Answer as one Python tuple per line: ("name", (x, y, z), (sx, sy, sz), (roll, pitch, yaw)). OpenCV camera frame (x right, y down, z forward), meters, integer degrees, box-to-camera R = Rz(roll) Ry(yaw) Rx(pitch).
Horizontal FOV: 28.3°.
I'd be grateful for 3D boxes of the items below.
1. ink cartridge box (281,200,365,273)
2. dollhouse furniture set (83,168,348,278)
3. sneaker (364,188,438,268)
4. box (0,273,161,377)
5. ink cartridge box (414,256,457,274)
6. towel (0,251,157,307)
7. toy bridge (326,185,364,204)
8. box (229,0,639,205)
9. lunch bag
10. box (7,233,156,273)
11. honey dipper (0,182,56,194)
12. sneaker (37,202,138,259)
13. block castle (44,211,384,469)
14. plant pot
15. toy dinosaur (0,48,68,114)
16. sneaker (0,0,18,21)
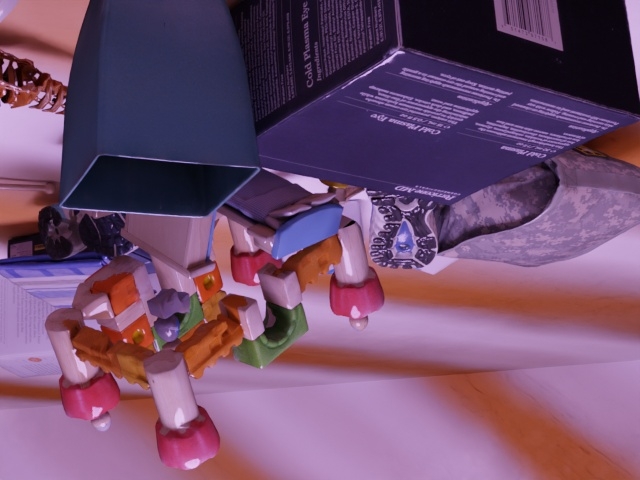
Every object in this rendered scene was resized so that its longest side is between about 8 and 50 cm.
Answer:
("ink cartridge box", (0.000, 0.000, 2.187), (0.140, 0.082, 0.190), (-4, 163, -3))
("dollhouse furniture set", (-0.141, -0.121, 1.754), (0.286, 0.198, 0.303), (30, -148, 31))
("sneaker", (0.118, -0.103, 1.805), (0.130, 0.147, 0.330), (2, 144, -3))
("box", (-0.449, 0.154, 2.452), (0.346, 0.168, 0.215), (-5, 163, 5))
("ink cartridge box", (0.168, -0.034, 2.034), (0.090, 0.143, 0.092), (-34, 151, 27))
("towel", (-0.419, 0.069, 2.195), (0.209, 0.034, 0.285), (-4, 163, 10))
("toy bridge", (0.047, -0.095, 1.975), (0.063, 0.026, 0.188), (-4, 164, -5))
("box", (0.111, -0.189, 1.383), (0.343, 0.178, 0.312), (10, 157, -36))
("lunch bag", (0.335, -0.066, 1.893), (0.235, 0.168, 0.287), (7, 164, -38))
("box", (-0.399, 0.026, 2.217), (0.233, 0.059, 0.183), (-10, 164, 20))
("honey dipper", (-0.474, -0.082, 1.894), (0.161, 0.030, 0.030), (0, 164, -28))
("sneaker", (-0.319, -0.042, 1.928), (0.122, 0.110, 0.283), (-24, -166, -38))
("block castle", (-0.151, 0.126, 1.865), (0.303, 0.212, 0.453), (16, -139, 38))
("plant pot", (-0.173, -0.162, 1.315), (0.166, 0.234, 0.166), (4, 161, -24))
("toy dinosaur", (-0.420, -0.159, 1.447), (0.322, 0.164, 0.218), (22, 140, -13))
("sneaker", (-0.417, -0.249, 1.212), (0.256, 0.094, 0.151), (-11, 159, 19))
